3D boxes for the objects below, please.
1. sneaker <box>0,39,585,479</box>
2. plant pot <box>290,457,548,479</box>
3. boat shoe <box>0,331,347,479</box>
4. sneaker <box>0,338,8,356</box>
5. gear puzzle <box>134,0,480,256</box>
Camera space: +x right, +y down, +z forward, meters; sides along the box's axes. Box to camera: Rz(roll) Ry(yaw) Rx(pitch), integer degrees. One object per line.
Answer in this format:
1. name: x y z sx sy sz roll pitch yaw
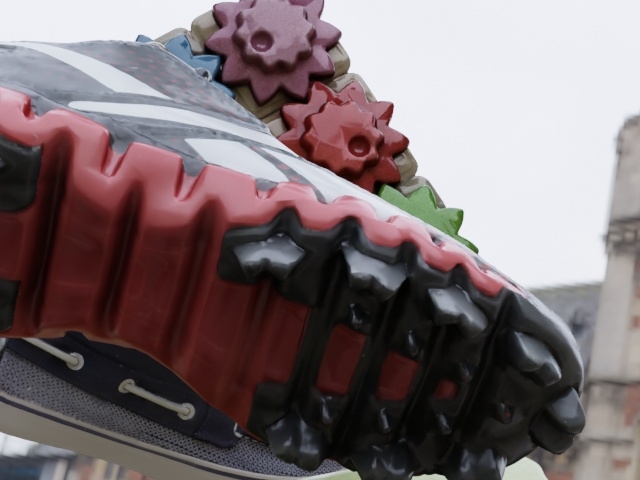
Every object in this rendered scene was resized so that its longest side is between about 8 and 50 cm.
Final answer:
1. sneaker: -0.036 -0.003 0.476 0.276 0.135 0.097 19 -61 -3
2. plant pot: -0.003 0.204 0.554 0.254 0.276 0.276 -14 -5 -33
3. boat shoe: -0.091 0.090 0.997 0.340 0.127 0.158 18 -62 -27
4. sneaker: -0.246 0.046 0.723 0.215 0.083 0.084 24 -35 39
5. gear puzzle: 0.000 0.000 0.802 0.175 0.339 0.044 -30 -10 -14
